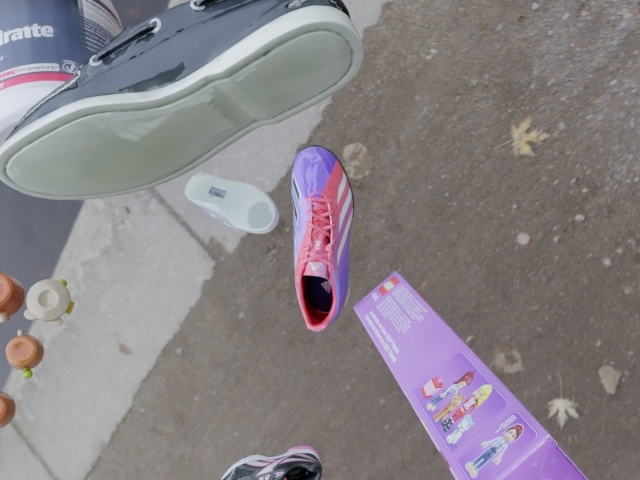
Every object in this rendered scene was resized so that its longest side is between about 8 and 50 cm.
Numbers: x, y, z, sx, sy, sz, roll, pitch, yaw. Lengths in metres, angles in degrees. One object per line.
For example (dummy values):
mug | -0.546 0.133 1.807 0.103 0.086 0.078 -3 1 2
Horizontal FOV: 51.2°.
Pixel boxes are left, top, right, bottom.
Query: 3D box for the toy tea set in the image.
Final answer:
toy tea set | -0.655 0.216 1.372 0.200 0.336 0.124 23 160 -9

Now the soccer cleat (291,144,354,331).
soccer cleat | 0.000 0.000 1.138 0.108 0.116 0.318 1 110 10

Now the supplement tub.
supplement tub | -0.345 -0.217 0.857 0.191 0.191 0.272 -37 56 36

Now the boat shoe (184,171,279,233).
boat shoe | -0.147 -0.062 1.202 0.227 0.081 0.079 24 81 36

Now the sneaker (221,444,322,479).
sneaker | -0.079 0.392 1.101 0.077 0.178 0.072 -160 51 -76

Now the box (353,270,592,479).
box | 0.134 0.148 0.494 0.057 0.293 0.201 -41 106 3

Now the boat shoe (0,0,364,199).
boat shoe | -0.134 -0.142 0.585 0.340 0.127 0.113 -23 60 18
